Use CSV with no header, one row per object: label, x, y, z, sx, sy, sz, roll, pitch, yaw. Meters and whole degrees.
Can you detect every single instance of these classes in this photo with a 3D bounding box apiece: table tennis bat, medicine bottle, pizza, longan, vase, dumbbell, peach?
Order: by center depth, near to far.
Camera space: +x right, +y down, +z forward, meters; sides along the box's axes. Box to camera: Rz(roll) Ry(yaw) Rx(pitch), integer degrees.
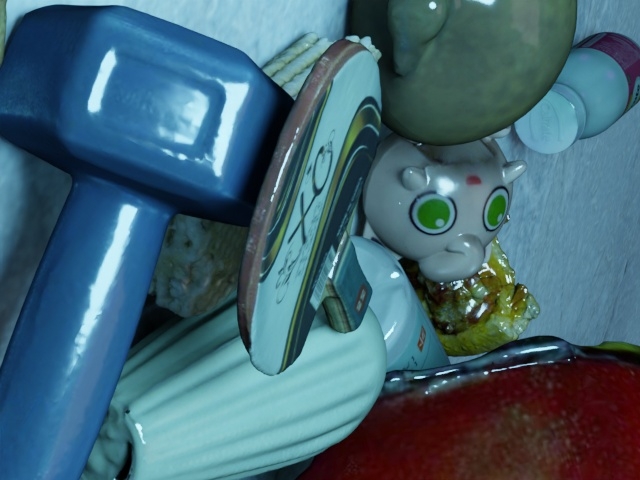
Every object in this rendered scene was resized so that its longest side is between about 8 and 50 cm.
dumbbell,-0.124,0.051,0.808,0.325,0.144,0.160,-70,158,-5
table tennis bat,0.000,0.000,0.894,0.301,0.022,0.173,69,41,-71
vase,-0.060,0.095,1.032,0.248,0.128,0.128,-20,125,-54
longan,0.097,-0.156,1.162,0.204,0.159,0.185,-6,119,-68
peach,0.120,0.251,1.231,0.417,0.353,0.339,-63,155,-3
medicine bottle,0.051,0.113,1.324,0.110,0.110,0.352,-66,158,-17
pizza,0.104,0.005,1.395,0.069,0.154,0.194,-15,100,-44
medicine bottle,0.267,-0.149,1.675,0.216,0.090,0.090,-36,138,-56

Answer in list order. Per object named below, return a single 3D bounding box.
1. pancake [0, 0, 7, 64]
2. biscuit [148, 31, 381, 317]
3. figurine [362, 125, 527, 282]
pancake,-0.220,-0.050,0.575,0.286,0.033,0.288,-61,153,3
biscuit,-0.038,-0.049,1.055,0.239,0.061,0.108,-43,145,-50
figurine,0.095,-0.036,1.297,0.125,0.125,0.138,-35,139,-57
